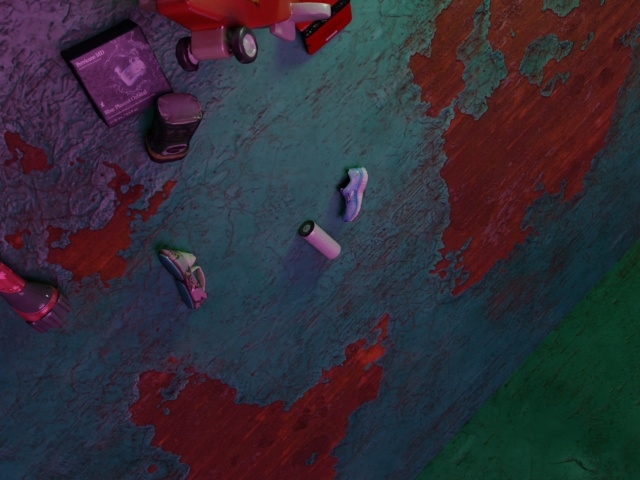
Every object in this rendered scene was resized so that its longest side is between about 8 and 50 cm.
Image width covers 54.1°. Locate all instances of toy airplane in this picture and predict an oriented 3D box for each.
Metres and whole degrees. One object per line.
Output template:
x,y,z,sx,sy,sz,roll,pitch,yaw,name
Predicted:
-0.138,-0.486,1.159,0.386,0.384,0.272,-18,113,-15,toy airplane

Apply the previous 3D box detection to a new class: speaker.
0.000,0.000,1.776,0.055,0.055,0.136,-50,131,0,speaker

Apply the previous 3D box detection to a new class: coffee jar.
-0.321,-0.238,1.352,0.096,0.079,0.184,-14,164,-29,coffee jar

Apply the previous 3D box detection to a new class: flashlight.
-0.672,0.078,1.337,0.103,0.103,0.304,-39,132,-7,flashlight

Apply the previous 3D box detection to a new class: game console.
-0.006,-0.538,1.487,0.144,0.085,0.124,-42,162,-6,game console

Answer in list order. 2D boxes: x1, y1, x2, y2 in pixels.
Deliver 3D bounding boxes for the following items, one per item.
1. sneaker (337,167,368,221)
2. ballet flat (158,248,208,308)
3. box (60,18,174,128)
0.079,-0.131,1.762,0.073,0.063,0.162,6,109,-17,sneaker
-0.342,0.083,1.592,0.079,0.077,0.221,-46,139,-28,ballet flat
-0.411,-0.340,1.277,0.156,0.093,0.158,-33,129,-14,box
